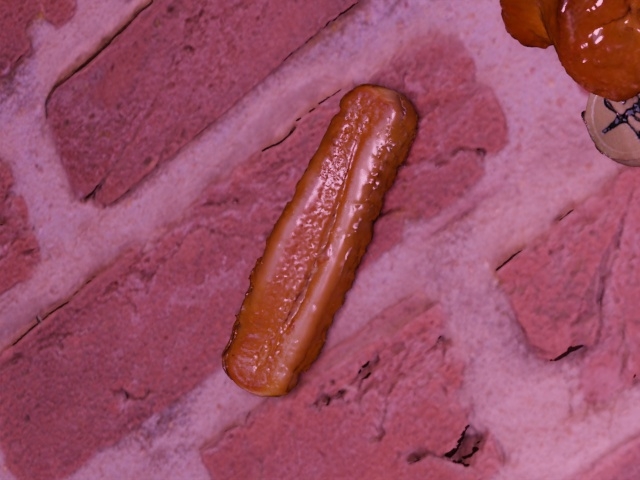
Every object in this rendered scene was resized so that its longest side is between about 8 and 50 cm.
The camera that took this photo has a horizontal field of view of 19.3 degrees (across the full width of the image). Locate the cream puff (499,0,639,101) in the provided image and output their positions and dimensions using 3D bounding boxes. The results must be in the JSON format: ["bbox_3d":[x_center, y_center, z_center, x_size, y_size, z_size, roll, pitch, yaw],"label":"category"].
[{"bbox_3d":[0.238,-0.230,1.394,0.241,0.155,0.269,1,66,37],"label":"cream puff"}]

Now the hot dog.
[{"bbox_3d":[0.001,0.000,1.612,0.083,0.068,0.289,28,99,12],"label":"hot dog"}]

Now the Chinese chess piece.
[{"bbox_3d":[0.245,-0.099,1.451,0.084,0.034,0.084,-4,83,36],"label":"Chinese chess piece"}]
